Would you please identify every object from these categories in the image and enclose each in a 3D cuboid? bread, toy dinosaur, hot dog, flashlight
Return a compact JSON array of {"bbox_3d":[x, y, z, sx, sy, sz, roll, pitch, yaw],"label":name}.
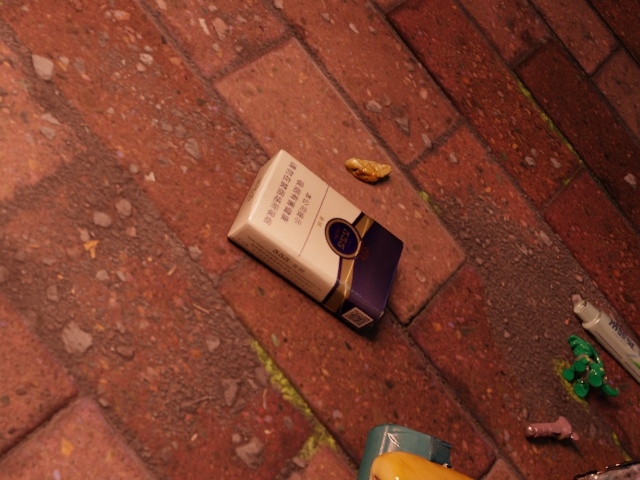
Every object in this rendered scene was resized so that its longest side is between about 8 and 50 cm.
[{"bbox_3d":[0.184,0.375,1.286,0.305,0.091,0.142,26,61,-36],"label":"bread"},{"bbox_3d":[0.490,0.233,1.743,0.132,0.059,0.096,47,39,5],"label":"toy dinosaur"},{"bbox_3d":[0.082,-0.116,1.635,0.090,0.030,0.034,7,69,-36],"label":"hot dog"},{"bbox_3d":[0.384,0.320,1.621,0.110,0.031,0.052,4,39,-33],"label":"flashlight"}]

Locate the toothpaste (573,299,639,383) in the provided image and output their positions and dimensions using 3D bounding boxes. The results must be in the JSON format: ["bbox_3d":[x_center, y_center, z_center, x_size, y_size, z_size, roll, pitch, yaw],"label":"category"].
[{"bbox_3d":[0.589,0.220,1.839,0.297,0.048,0.074,43,43,-16],"label":"toothpaste"}]

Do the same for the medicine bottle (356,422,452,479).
[{"bbox_3d":[0.099,0.366,1.328,0.124,0.079,0.258,40,47,-21],"label":"medicine bottle"}]

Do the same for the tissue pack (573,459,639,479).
[{"bbox_3d":[0.579,0.523,1.533,0.259,0.122,0.361,-9,69,-7],"label":"tissue pack"}]

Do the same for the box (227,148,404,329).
[{"bbox_3d":[0.000,0.000,1.470,0.259,0.071,0.168,35,48,-16],"label":"box"}]
